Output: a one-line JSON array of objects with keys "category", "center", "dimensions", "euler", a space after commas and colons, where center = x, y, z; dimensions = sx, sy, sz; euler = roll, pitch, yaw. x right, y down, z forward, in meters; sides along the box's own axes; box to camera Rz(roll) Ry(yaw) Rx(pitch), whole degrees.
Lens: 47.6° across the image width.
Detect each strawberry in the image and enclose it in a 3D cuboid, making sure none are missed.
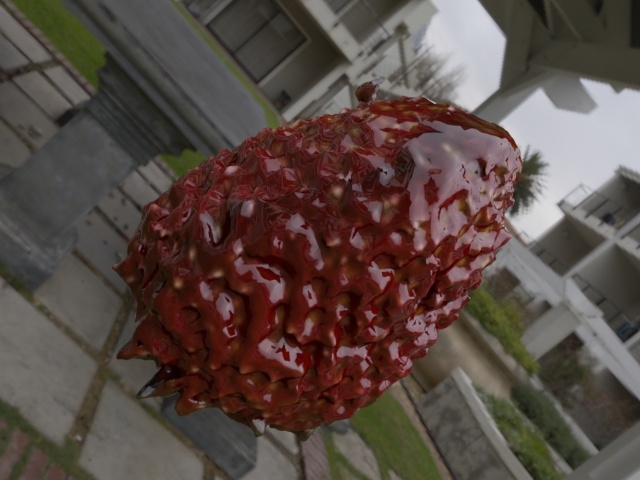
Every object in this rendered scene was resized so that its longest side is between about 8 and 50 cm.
[{"category": "strawberry", "center": [-0.002, -0.002, 0.641], "dimensions": [0.292, 0.343, 0.292], "euler": [44, 7, -7]}]
